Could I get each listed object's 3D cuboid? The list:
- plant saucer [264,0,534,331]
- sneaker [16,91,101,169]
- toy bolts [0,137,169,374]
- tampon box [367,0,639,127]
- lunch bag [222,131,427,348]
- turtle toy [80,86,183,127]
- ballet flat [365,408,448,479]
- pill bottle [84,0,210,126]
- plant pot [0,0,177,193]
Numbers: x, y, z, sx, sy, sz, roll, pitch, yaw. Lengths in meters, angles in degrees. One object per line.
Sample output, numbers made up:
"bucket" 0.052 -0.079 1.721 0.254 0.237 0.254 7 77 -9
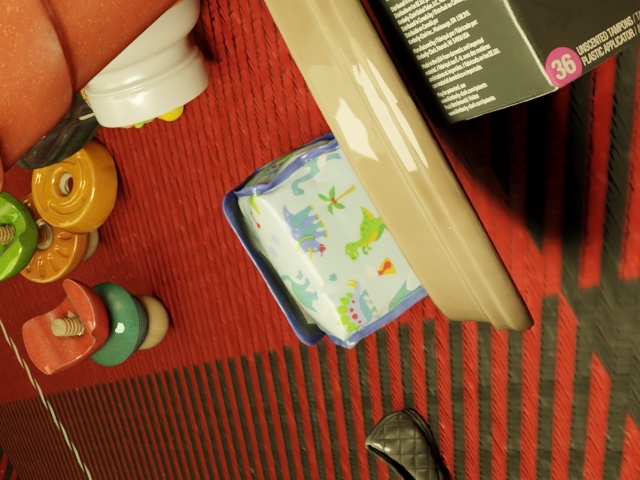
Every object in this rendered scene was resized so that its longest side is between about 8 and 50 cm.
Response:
"plant saucer" 0.028 -0.071 0.703 0.278 0.041 0.278 60 -172 -13
"sneaker" -0.266 -0.206 1.250 0.162 0.106 0.281 54 149 28
"toy bolts" -0.236 0.017 1.460 0.218 0.158 0.228 -38 69 27
"tampon box" 0.077 -0.148 0.567 0.161 0.120 0.101 61 158 -7
"lunch bag" 0.000 0.000 0.955 0.129 0.096 0.151 59 172 -7
"turtle toy" -0.172 -0.148 1.147 0.095 0.066 0.130 32 145 47
"ballet flat" 0.086 0.213 1.084 0.173 0.049 0.057 63 158 -9
"pill bottle" -0.159 -0.197 0.989 0.121 0.121 0.216 20 136 57
"plant pot" -0.170 -0.207 0.780 0.272 0.265 0.272 41 159 20
